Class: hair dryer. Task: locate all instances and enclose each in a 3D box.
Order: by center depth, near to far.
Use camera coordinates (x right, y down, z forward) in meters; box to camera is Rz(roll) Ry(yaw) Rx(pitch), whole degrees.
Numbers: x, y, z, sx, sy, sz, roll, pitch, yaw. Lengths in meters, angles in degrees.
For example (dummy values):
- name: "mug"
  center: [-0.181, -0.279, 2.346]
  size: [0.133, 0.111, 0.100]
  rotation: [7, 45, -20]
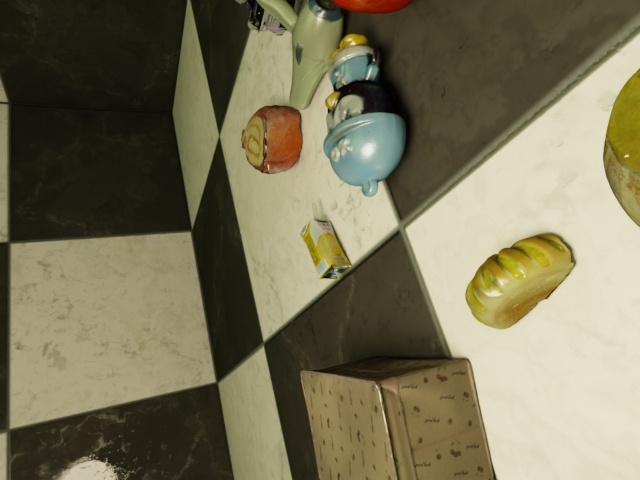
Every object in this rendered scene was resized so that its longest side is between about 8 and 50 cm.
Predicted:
- name: "hair dryer"
  center: [-0.070, -0.465, 1.023]
  size: [0.298, 0.119, 0.295]
  rotation: [36, 149, 26]

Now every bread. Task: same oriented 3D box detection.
- name: "bread"
  center: [0.246, 0.060, 0.564]
  size: [0.083, 0.095, 0.157]
  rotation: [58, 151, 35]
- name: "bread"
  center: [-0.146, -0.301, 1.236]
  size: [0.244, 0.123, 0.190]
  rotation: [34, 123, 56]

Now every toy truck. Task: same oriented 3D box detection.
- name: "toy truck"
  center: [-0.137, -0.670, 1.125]
  size: [0.267, 0.156, 0.124]
  rotation: [66, 148, 28]

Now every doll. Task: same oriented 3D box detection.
- name: "doll"
  center: [0.073, -0.231, 0.799]
  size: [0.177, 0.141, 0.313]
  rotation: [-31, 63, 56]

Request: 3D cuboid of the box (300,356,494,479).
- name: "box"
  center: [0.120, 0.332, 0.750]
  size: [0.297, 0.191, 0.225]
  rotation: [-28, 70, 63]

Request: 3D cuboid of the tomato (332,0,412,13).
- name: "tomato"
  center: [0.112, -0.461, 0.687]
  size: [0.200, 0.140, 0.232]
  rotation: [3, 63, 56]

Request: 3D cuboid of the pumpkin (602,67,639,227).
- name: "pumpkin"
  center: [0.335, -0.083, 0.354]
  size: [0.217, 0.110, 0.217]
  rotation: [-179, 90, -65]

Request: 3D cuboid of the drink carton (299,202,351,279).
- name: "drink carton"
  center: [0.000, 0.000, 1.045]
  size: [0.074, 0.084, 0.199]
  rotation: [-56, 45, 37]
